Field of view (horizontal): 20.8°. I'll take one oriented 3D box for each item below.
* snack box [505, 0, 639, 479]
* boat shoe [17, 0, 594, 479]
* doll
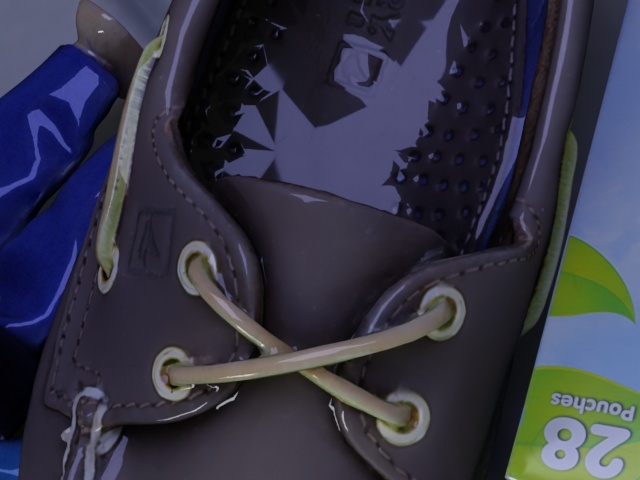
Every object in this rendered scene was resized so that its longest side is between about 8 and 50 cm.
[{"bbox_3d":[0.153,-0.014,0.397,0.175,0.070,0.207,8,68,21],"label":"snack box"},{"bbox_3d":[0.000,0.000,0.405,0.117,0.096,0.324,16,74,3],"label":"boat shoe"},{"bbox_3d":[-0.097,0.026,0.473,0.129,0.046,0.189,36,79,24],"label":"doll"}]
